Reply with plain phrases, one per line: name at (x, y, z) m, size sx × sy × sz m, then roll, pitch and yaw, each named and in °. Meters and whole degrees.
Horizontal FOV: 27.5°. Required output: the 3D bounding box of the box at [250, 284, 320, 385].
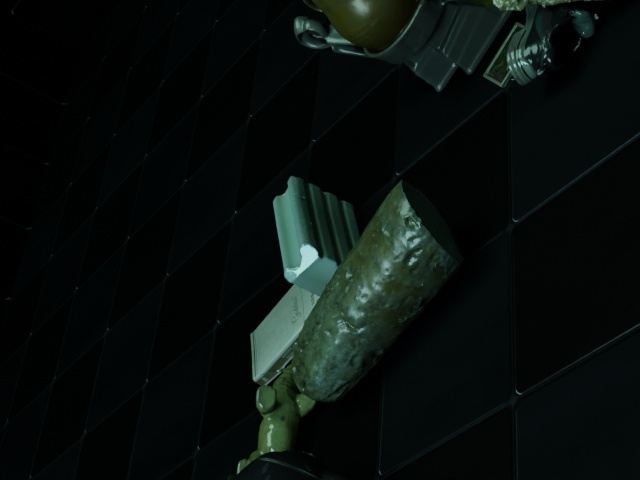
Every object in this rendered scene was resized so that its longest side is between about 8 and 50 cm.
box at (-0.039, 0.120, 1.974) m, size 0.198 × 0.029 × 0.109 m, roll -49°, pitch 27°, yaw 27°

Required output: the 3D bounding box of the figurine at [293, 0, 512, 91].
figurine at (0.100, -0.342, 1.862) m, size 0.342 × 0.285 × 0.167 m, roll -46°, pitch 31°, yaw 37°

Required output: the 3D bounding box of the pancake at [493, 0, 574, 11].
pancake at (0.332, -0.378, 1.654) m, size 0.266 × 0.057 × 0.244 m, roll -43°, pitch 42°, yaw -13°

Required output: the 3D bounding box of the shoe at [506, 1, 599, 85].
shoe at (0.306, -0.271, 1.654) m, size 0.099 × 0.071 × 0.169 m, roll -1°, pitch 53°, yaw 45°

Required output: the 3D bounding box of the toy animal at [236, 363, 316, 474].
toy animal at (-0.052, 0.253, 1.814) m, size 0.101 × 0.103 × 0.219 m, roll 113°, pitch 169°, yaw -67°

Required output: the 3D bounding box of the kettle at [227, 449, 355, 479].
kettle at (-0.043, 0.395, 1.552) m, size 0.268 × 0.207 × 0.290 m, roll 10°, pitch 62°, yaw 35°

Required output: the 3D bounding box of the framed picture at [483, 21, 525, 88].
framed picture at (0.260, -0.255, 1.791) m, size 0.089 × 0.006 × 0.066 m, roll -58°, pitch 24°, yaw 9°

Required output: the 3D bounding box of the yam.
yam at (0.067, 0.081, 1.698) m, size 0.330 × 0.133 × 0.133 m, roll -56°, pitch 25°, yaw 25°

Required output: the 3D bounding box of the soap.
soap at (0.000, 0.000, 1.910) m, size 0.066 × 0.119 × 0.198 m, roll -53°, pitch 26°, yaw 25°
